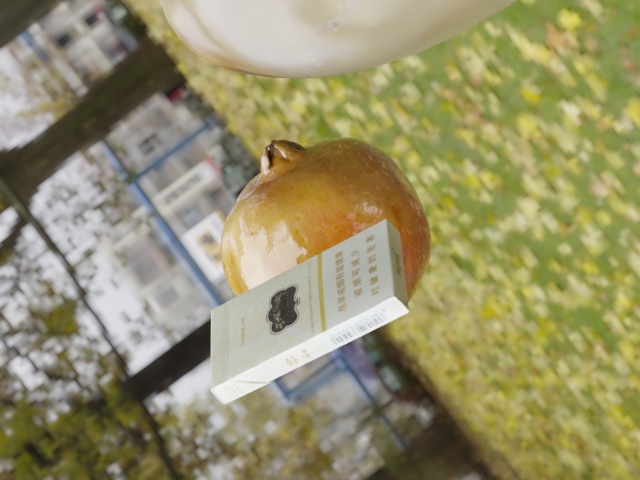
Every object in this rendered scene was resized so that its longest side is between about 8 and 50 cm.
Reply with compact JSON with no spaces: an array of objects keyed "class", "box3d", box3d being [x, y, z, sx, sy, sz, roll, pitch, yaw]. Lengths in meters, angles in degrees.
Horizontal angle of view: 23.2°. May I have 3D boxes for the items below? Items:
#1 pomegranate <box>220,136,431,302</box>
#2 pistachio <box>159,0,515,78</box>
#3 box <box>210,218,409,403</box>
[{"class":"pomegranate","box3d":[0.005,0.005,1.516,0.209,0.209,0.209,54,-177,-4]},{"class":"pistachio","box3d":[0.035,-0.136,0.490,0.144,0.215,0.144,54,-175,-7]},{"class":"box","box3d":[-0.011,0.054,1.187,0.024,0.167,0.090,47,-155,-35]}]
